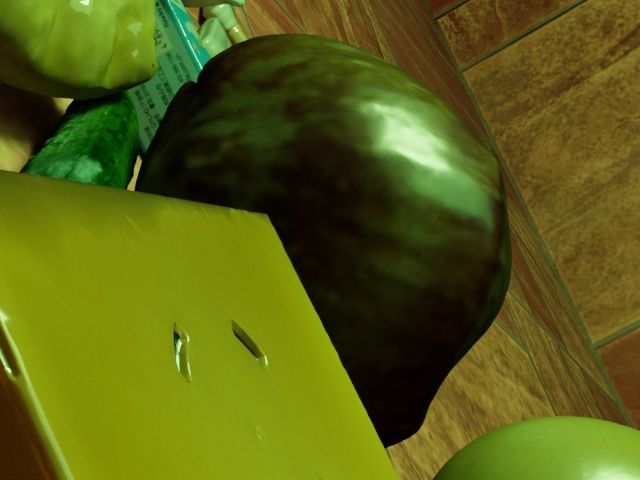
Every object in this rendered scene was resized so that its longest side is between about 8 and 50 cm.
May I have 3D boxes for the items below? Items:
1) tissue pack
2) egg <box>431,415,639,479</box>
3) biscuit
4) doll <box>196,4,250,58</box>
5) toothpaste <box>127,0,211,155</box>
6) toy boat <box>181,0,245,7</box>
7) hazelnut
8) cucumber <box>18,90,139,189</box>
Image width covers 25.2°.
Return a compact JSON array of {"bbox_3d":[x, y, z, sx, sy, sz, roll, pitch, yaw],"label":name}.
[{"bbox_3d":[-0.076,0.099,0.488,0.194,0.145,0.274,61,14,11],"label":"tissue pack"},{"bbox_3d":[0.185,0.252,0.888,0.322,0.250,0.250,49,16,-18],"label":"egg"},{"bbox_3d":[-0.159,-0.215,0.755,0.213,0.091,0.274,-3,101,-59],"label":"biscuit"},{"bbox_3d":[-0.025,-0.124,1.266,0.217,0.085,0.183,38,18,-14],"label":"doll"},{"bbox_3d":[-0.082,-0.061,0.958,0.266,0.065,0.050,63,9,11],"label":"toothpaste"},{"bbox_3d":[-0.145,-0.277,1.094,0.199,0.100,0.290,46,21,-48],"label":"toy boat"},{"bbox_3d":[0.000,0.000,0.791,0.218,0.218,0.233,43,46,-51],"label":"hazelnut"},{"bbox_3d":[-0.128,-0.034,0.762,0.056,0.056,0.250,56,13,-17],"label":"cucumber"}]
